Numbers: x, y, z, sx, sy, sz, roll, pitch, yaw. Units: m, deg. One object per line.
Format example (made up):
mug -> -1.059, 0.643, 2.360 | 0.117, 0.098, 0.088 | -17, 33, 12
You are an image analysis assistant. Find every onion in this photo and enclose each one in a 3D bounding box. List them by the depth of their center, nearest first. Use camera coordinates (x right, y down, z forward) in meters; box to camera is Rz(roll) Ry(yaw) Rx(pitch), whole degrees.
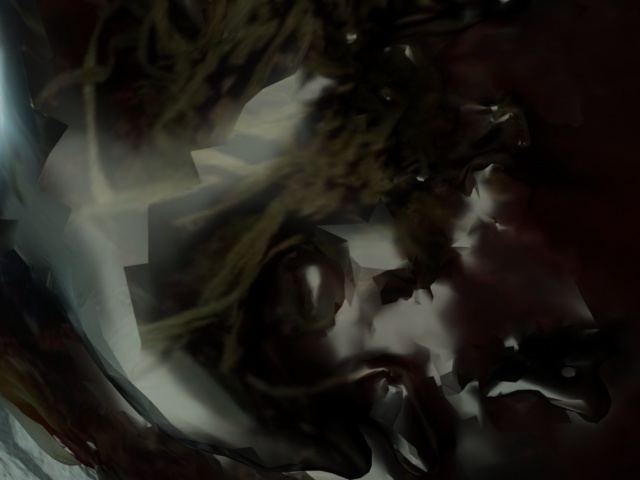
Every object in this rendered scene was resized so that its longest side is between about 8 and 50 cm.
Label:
onion -> 0.028, -0.051, 0.478 | 0.314, 0.232, 0.314 | 4, 102, 21

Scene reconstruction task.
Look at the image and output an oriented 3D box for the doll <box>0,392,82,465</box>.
doll -> -0.188, 0.017, 0.791 | 0.251, 0.221, 0.221 | 43, 158, -19
